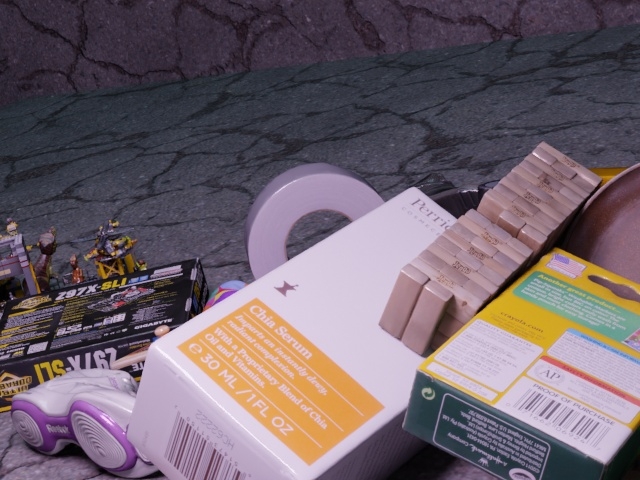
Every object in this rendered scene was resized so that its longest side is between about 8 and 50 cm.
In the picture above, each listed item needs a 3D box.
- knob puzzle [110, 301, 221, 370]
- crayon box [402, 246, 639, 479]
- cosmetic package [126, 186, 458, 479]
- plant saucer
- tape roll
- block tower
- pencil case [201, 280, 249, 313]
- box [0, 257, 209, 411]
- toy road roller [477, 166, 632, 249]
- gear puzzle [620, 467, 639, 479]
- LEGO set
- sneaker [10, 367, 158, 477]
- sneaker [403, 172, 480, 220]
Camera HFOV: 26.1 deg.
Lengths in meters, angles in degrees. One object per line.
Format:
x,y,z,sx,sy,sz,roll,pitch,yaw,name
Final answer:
-0.148,0.102,1.745,0.213,0.030,0.213,-22,2,1,knob puzzle
0.253,0.136,1.415,0.203,0.083,0.323,25,34,24,crayon box
0.031,0.137,1.549,0.230,0.161,0.453,38,44,20,cosmetic package
0.424,0.051,1.559,0.310,0.311,0.050,-9,-19,15,plant saucer
0.000,0.000,2.018,0.219,0.219,0.072,-15,19,-5,tape roll
0.198,0.010,1.561,0.091,0.097,0.335,35,45,16,block tower
-0.133,0.139,1.905,0.104,0.104,0.236,-10,19,11,pencil case
-0.333,0.138,2.070,0.322,0.079,0.257,-13,19,3,box
0.374,0.000,1.799,0.329,0.203,0.240,0,12,37,toy road roller
0.377,0.270,1.259,0.338,0.044,0.175,-1,21,27,gear puzzle
-0.453,0.027,2.301,0.331,0.192,0.255,-13,19,2,LEGO set
-0.266,0.211,1.760,0.305,0.114,0.152,6,28,45,sneaker
0.221,-0.066,2.256,0.227,0.087,0.130,-9,25,30,sneaker
